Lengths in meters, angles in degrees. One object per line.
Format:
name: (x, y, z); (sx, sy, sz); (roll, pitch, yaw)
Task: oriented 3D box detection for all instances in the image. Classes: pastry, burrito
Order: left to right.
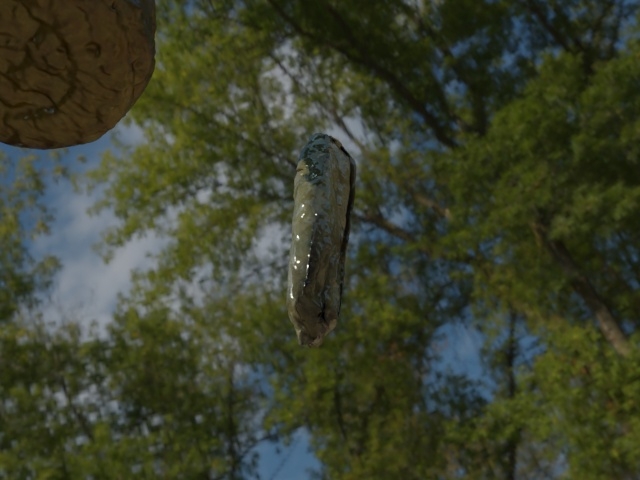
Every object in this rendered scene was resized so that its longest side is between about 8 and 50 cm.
pastry: (-0.259, -0.193, 0.932); (0.240, 0.132, 0.235); (-14, -47, 20)
burrito: (-0.001, 0.001, 0.834); (0.045, 0.188, 0.058); (-23, -42, 36)
